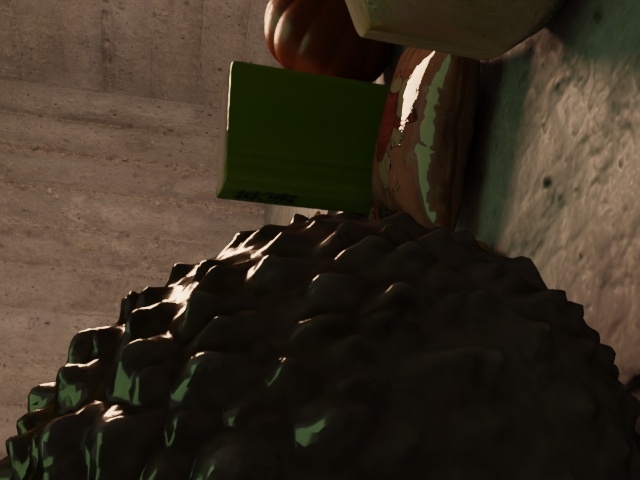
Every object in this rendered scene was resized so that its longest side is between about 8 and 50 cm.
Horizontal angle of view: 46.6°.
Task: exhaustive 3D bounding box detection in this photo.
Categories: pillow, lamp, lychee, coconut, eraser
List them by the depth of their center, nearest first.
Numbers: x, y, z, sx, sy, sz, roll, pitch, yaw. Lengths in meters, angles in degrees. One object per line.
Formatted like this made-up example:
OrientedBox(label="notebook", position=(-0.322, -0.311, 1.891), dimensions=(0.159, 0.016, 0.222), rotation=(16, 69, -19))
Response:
OrientedBox(label="lychee", position=(0.002, 0.163, 0.465), dimensions=(0.380, 0.432, 0.381), rotation=(5, 97, 51))
OrientedBox(label="coconut", position=(0.102, -0.267, 0.623), dimensions=(0.241, 0.241, 0.241), rotation=(-174, 90, -81))
OrientedBox(label="pillow", position=(0.119, -0.128, 0.851), dimensions=(0.236, 0.084, 0.224), rotation=(-129, 46, -72))
OrientedBox(label="eraser", position=(-0.016, -0.151, 1.141), dimensions=(0.092, 0.274, 0.210), rotation=(137, 137, -64))
OrientedBox(label="lamp", position=(0.013, -0.342, 1.233), dimensions=(0.223, 0.223, 0.197), rotation=(-98, 31, -57))

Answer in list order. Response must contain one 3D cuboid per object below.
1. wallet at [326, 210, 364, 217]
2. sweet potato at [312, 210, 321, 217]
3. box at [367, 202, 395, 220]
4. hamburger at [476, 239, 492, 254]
OrientedBox(label="wallet", position=(0.027, -0.012, 1.248), dimensions=(0.149, 0.044, 0.250), rotation=(-36, 33, 66))
OrientedBox(label="sweet potato", position=(-0.001, 0.003, 1.601), dimensions=(0.218, 0.051, 0.065), rotation=(-97, 13, -58))
OrientedBox(label="box", position=(0.095, 0.034, 1.025), dimensions=(0.055, 0.039, 0.218), rotation=(105, 167, -48))
OrientedBox(label="hamburger", position=(0.123, 0.072, 0.705), dimensions=(0.147, 0.083, 0.138), rotation=(-93, 9, -59))
